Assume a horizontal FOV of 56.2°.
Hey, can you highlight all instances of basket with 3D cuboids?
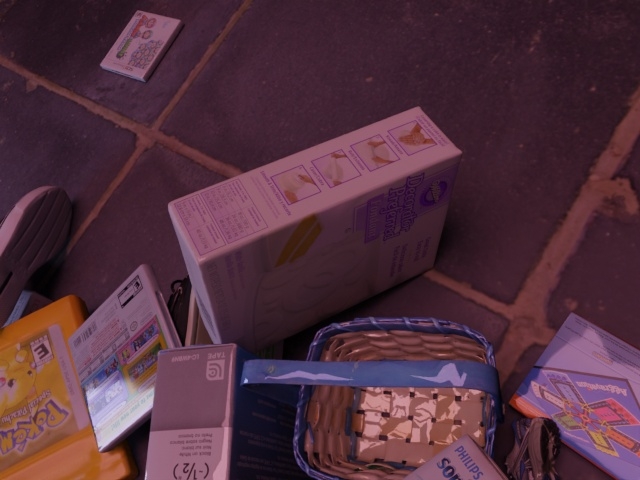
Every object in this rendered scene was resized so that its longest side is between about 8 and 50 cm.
[{"bbox_3d":[0.084,0.180,0.666,0.254,0.289,0.201,-3,60,25],"label":"basket"}]

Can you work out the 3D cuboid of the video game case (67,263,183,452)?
[{"bbox_3d":[-0.284,0.173,0.878,0.212,0.023,0.193,-41,62,24],"label":"video game case"}]

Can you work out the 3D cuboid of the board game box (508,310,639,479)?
[{"bbox_3d":[0.377,0.214,0.682,0.281,0.027,0.145,34,81,31],"label":"board game box"}]

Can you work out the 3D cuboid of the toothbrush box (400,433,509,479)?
[{"bbox_3d":[0.081,0.348,0.503,0.295,0.216,0.126,-34,14,-2],"label":"toothbrush box"}]

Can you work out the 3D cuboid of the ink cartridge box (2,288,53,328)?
[{"bbox_3d":[-0.664,0.160,1.124,0.310,0.065,0.186,10,70,23],"label":"ink cartridge box"}]

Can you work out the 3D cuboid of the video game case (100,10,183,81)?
[{"bbox_3d":[-0.389,-0.426,1.306,0.143,0.019,0.157,23,77,29],"label":"video game case"}]

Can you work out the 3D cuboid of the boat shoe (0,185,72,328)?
[{"bbox_3d":[-0.567,0.022,1.065,0.119,0.121,0.335,-1,42,17],"label":"boat shoe"}]

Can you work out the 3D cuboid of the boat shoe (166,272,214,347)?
[{"bbox_3d":[-0.182,0.108,0.905,0.113,0.127,0.340,5,85,36],"label":"boat shoe"}]

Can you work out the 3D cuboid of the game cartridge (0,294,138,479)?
[{"bbox_3d":[-0.468,0.284,0.946,0.285,0.053,0.324,-27,62,-5],"label":"game cartridge"}]

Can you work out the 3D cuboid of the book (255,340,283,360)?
[{"bbox_3d":[-0.098,0.123,0.867,0.035,0.096,0.144,-2,83,61],"label":"book"}]

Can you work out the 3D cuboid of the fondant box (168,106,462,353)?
[{"bbox_3d":[0.000,0.000,0.752,0.330,0.238,0.096,-25,57,-17],"label":"fondant box"}]

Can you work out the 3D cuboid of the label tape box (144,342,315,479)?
[{"bbox_3d":[-0.097,0.321,0.701,0.115,0.249,0.348,-7,64,19],"label":"label tape box"}]

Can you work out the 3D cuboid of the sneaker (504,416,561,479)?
[{"bbox_3d":[0.246,0.273,0.701,0.058,0.052,0.135,-7,76,54],"label":"sneaker"}]
